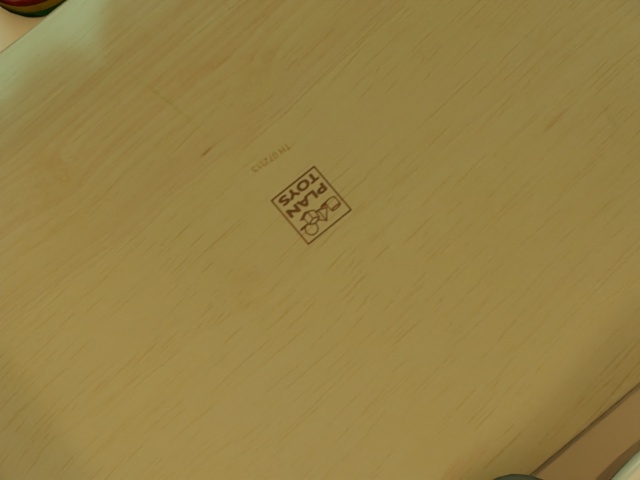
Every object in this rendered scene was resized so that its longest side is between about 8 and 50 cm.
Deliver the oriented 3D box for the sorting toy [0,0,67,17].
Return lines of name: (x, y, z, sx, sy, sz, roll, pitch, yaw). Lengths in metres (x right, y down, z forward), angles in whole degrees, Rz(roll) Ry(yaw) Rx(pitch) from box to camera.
sorting toy: (-0.226, -0.063, 0.690, 0.274, 0.046, 0.132, -44, 79, 0)

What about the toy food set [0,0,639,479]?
toy food set: (0.000, 0.000, 0.618, 0.306, 0.092, 0.220, -39, 78, -6)

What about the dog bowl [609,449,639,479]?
dog bowl: (0.193, 0.167, 0.575, 0.265, 0.104, 0.265, -1, 82, 7)

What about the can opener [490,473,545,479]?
can opener: (0.017, 0.190, 0.555, 0.095, 0.076, 0.283, 27, 124, -15)
